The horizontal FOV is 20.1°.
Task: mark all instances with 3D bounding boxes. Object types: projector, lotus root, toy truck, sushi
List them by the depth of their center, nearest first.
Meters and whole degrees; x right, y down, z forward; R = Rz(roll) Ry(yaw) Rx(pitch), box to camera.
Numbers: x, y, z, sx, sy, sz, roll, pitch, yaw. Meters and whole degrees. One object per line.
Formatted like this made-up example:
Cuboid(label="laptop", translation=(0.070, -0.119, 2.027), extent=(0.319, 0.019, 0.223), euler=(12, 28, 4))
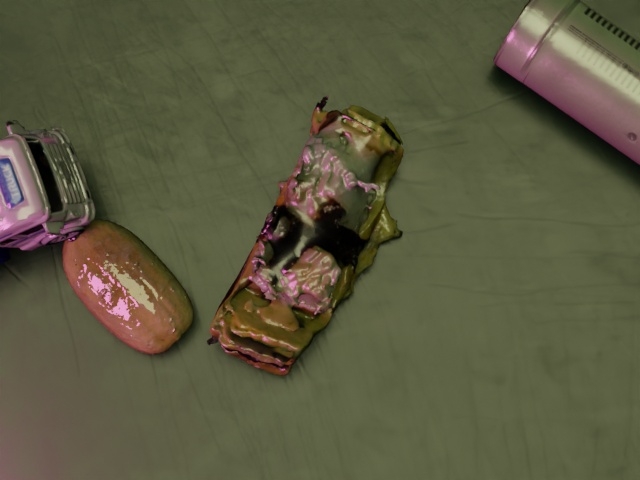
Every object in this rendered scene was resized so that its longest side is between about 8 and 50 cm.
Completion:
Cuboid(label="toy truck", translation=(-0.373, -0.018, 1.792), extent=(0.268, 0.155, 0.124), euler=(-24, 83, 18))
Cuboid(label="sushi", translation=(0.000, 0.001, 1.834), extent=(0.139, 0.131, 0.291), euler=(25, 75, 5))
Cuboid(label="lotus root", translation=(-0.208, 0.037, 1.853), extent=(0.090, 0.077, 0.183), euler=(-40, 83, -4))
Cuboid(label="projector", translation=(0.342, -0.133, 1.857), extent=(0.337, 0.108, 0.108), euler=(36, 84, 5))
